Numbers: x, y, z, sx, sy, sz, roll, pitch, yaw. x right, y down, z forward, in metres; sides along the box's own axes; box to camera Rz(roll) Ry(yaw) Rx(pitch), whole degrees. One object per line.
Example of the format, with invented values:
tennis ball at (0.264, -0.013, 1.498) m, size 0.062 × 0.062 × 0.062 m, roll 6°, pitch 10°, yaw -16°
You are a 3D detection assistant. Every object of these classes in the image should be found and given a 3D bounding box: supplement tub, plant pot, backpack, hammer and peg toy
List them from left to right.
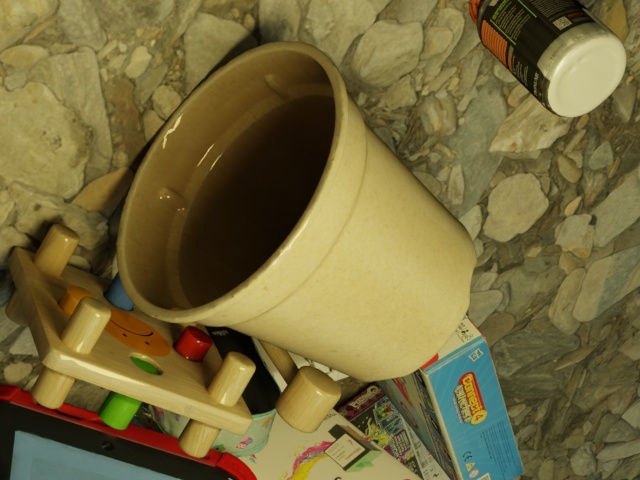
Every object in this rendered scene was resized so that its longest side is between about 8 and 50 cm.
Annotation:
hammer and peg toy at (-0.174, 0.127, 1.863) m, size 0.361 × 0.266 × 0.127 m, roll 23°, pitch 106°, yaw -29°
backpack at (-0.142, 0.192, 2.041) m, size 0.165 × 0.188 × 0.144 m, roll -1°, pitch 122°, yaw -35°
plant pot at (0.000, 0.000, 1.822) m, size 0.305 × 0.334 × 0.334 m, roll 34°, pitch 104°, yaw -36°
supplement tub at (0.262, -0.241, 1.938) m, size 0.117 × 0.190 × 0.117 m, roll -19°, pitch 137°, yaw -19°

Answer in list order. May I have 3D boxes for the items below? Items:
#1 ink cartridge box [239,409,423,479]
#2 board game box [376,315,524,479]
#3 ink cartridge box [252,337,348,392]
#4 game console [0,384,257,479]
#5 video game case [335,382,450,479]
ink cartridge box at (-0.024, 0.320, 2.146) m, size 0.201 × 0.278 × 0.117 m, roll -24°, pitch 141°, yaw -46°
board game box at (0.121, 0.138, 2.101) m, size 0.086 × 0.302 × 0.308 m, roll -31°, pitch 139°, yaw -9°
ink cartridge box at (-0.026, 0.143, 2.155) m, size 0.135 × 0.099 × 0.056 m, roll -16°, pitch 136°, yaw -22°
game console at (-0.274, 0.365, 2.014) m, size 0.386 × 0.060 × 0.342 m, roll 17°, pitch 115°, yaw 7°
video game case at (0.104, 0.309, 2.369) m, size 0.210 × 0.042 × 0.232 m, roll -35°, pitch 123°, yaw -21°
